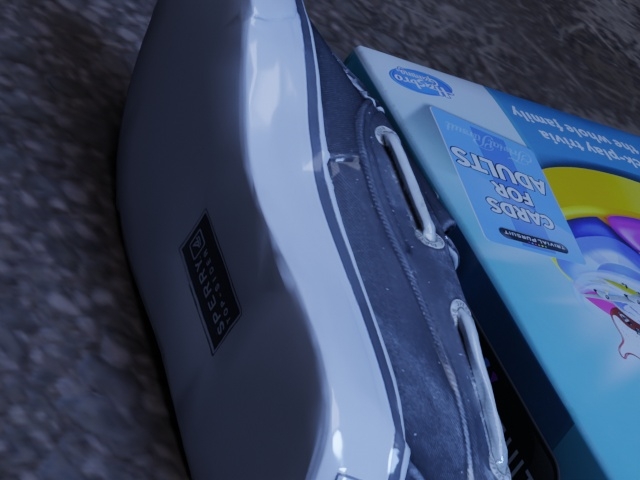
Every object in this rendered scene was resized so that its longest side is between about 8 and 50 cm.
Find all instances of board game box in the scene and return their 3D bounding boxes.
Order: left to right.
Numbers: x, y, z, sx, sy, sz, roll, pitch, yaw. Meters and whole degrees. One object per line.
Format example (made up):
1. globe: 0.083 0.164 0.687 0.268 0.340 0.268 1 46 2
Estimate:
1. board game box: 0.152 0.076 0.753 0.254 0.079 0.336 13 34 -35

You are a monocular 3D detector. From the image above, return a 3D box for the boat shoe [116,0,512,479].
1. boat shoe: 0.000 0.000 0.679 0.102 0.108 0.301 17 35 -30
